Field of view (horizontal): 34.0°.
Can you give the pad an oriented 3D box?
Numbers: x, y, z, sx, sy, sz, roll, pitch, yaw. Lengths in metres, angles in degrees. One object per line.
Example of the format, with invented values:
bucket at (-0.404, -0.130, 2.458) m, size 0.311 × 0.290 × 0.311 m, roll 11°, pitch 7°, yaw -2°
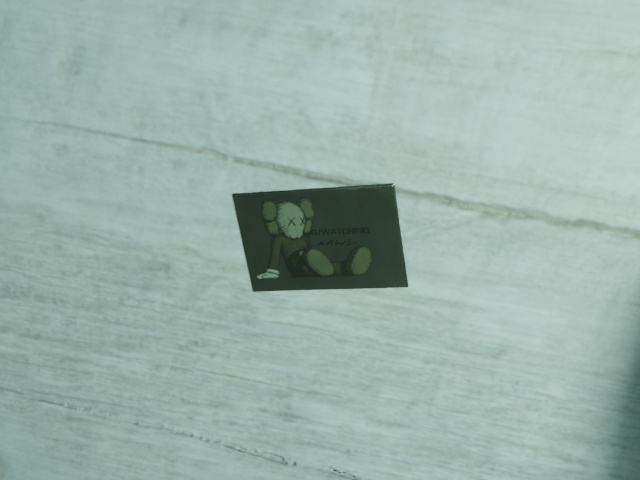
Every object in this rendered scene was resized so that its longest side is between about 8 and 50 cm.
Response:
pad at (0.000, 0.000, 1.181) m, size 0.190 × 0.004 × 0.127 m, roll -3°, pitch 115°, yaw 17°
